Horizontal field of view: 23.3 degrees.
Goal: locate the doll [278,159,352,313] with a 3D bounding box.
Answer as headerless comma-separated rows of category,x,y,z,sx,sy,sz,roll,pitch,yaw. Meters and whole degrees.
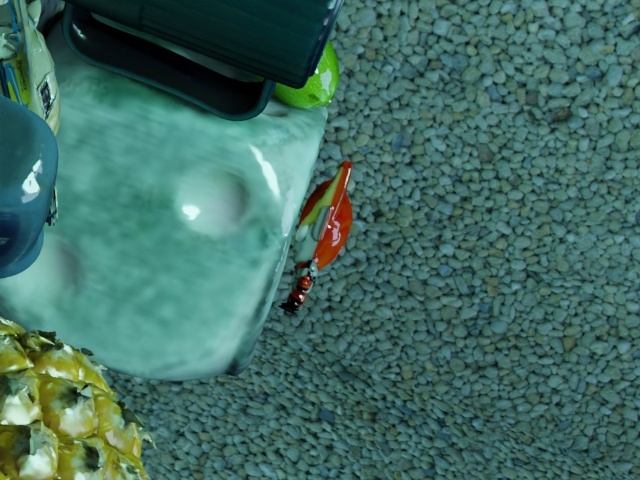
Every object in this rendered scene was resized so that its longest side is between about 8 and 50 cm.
doll,0.000,0.000,1.712,0.109,0.057,0.169,103,3,-79

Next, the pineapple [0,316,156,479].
pineapple,-0.309,0.234,1.315,0.300,0.352,0.352,-87,-164,-53

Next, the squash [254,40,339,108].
squash,-0.100,-0.299,1.649,0.101,0.378,0.101,-31,-167,8

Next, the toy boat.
toy boat,-0.255,-0.111,1.349,0.084,0.066,0.210,129,-52,-71

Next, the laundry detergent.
laundry detergent,-0.286,-0.027,1.250,0.290,0.143,0.094,116,-18,-68

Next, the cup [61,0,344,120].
cup,-0.116,-0.267,1.444,0.242,0.292,0.307,-76,-173,-75

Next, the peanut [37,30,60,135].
peanut,-0.294,-0.086,1.437,0.104,0.086,0.227,40,64,-66

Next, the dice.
dice,-0.187,-0.054,1.771,0.328,0.348,0.330,-79,-168,-71
